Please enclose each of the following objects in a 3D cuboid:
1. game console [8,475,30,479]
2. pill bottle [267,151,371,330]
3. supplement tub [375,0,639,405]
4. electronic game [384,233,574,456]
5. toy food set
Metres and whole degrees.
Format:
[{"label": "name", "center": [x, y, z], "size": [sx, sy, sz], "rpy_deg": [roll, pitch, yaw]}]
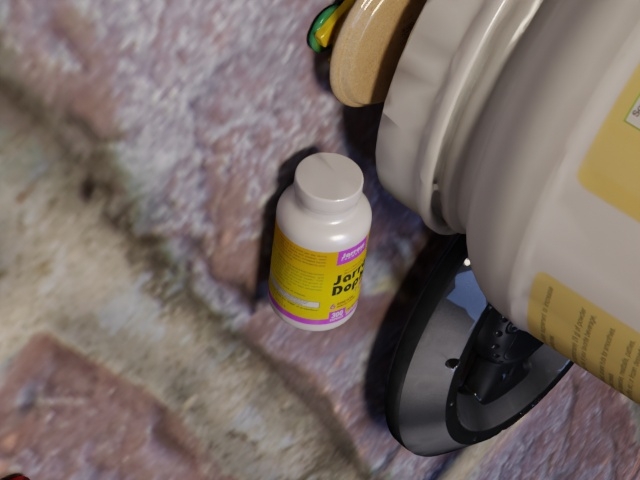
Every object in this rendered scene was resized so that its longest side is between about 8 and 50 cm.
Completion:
[{"label": "game console", "center": [-0.160, 0.192, 0.755], "size": [0.085, 0.124, 0.144], "rpy_deg": [0, 129, -26]}, {"label": "pill bottle", "center": [0.000, 0.000, 0.809], "size": [0.043, 0.043, 0.083], "rpy_deg": [-35, 150, -32]}, {"label": "supplement tub", "center": [0.215, -0.020, 0.774], "size": [0.241, 0.331, 0.241], "rpy_deg": [-48, 160, -24]}, {"label": "electronic game", "center": [0.118, 0.029, 1.037], "size": [0.229, 0.048, 0.229], "rpy_deg": [-38, 150, -27]}, {"label": "toy food set", "center": [0.031, -0.095, 0.765], "size": [0.083, 0.020, 0.082], "rpy_deg": [-47, 154, -8]}]
